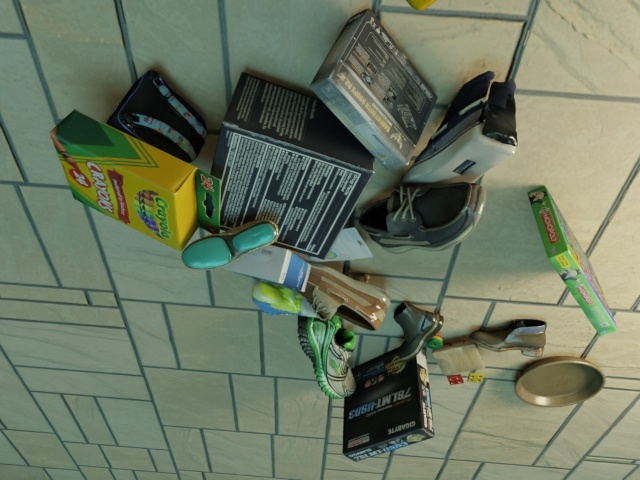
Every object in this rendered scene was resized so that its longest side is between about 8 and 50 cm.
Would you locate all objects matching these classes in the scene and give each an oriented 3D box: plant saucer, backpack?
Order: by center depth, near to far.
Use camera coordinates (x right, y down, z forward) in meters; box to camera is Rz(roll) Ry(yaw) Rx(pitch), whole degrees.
[{"bbox_3d":[-0.327,-0.230,1.081,0.116,0.158,0.173,-17,135,44],"label":"backpack"},{"bbox_3d":[0.772,0.457,1.721,0.277,0.041,0.278,3,133,3],"label":"plant saucer"}]

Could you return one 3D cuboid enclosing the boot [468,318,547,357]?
[{"bbox_3d":[0.552,0.268,1.554,0.219,0.082,0.106,8,112,3],"label":"boot"}]

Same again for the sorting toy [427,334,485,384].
[{"bbox_3d":[0.432,0.362,1.655,0.132,0.046,0.274,-17,130,20],"label":"sorting toy"}]

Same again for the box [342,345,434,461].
[{"bbox_3d":[0.200,0.494,1.632,0.295,0.293,0.073,-32,123,31],"label":"box"}]

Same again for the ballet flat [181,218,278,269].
[{"bbox_3d":[-0.181,0.009,1.088,0.206,0.067,0.073,-16,99,4],"label":"ballet flat"}]

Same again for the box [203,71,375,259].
[{"bbox_3d":[-0.072,-0.142,1.112,0.294,0.183,0.296,18,138,-10],"label":"box"}]

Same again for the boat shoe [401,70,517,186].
[{"bbox_3d":[0.282,-0.203,1.089,0.127,0.158,0.340,17,161,-17],"label":"boat shoe"}]

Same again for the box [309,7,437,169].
[{"bbox_3d":[0.107,-0.274,0.979,0.231,0.183,0.056,40,153,-30],"label":"box"}]

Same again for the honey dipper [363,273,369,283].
[{"bbox_3d":[0.126,0.153,1.498,0.030,0.030,0.161,3,130,2],"label":"honey dipper"}]

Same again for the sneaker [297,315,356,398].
[{"bbox_3d":[0.048,0.355,1.610,0.146,0.134,0.344,-14,124,13],"label":"sneaker"}]

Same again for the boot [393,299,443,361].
[{"bbox_3d":[0.250,0.263,1.568,0.137,0.077,0.198,26,117,-13],"label":"boot"}]

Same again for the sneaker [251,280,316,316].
[{"bbox_3d":[-0.085,0.172,1.509,0.240,0.091,0.126,21,150,-15],"label":"sneaker"}]

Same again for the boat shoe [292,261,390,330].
[{"bbox_3d":[0.025,0.149,1.408,0.324,0.116,0.123,18,152,1],"label":"boat shoe"}]

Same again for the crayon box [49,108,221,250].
[{"bbox_3d":[-0.351,-0.102,1.040,0.318,0.081,0.202,25,146,7],"label":"crayon box"}]

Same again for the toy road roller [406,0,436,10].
[{"bbox_3d":[0.178,-0.494,0.757,0.329,0.203,0.240,37,137,-29],"label":"toy road roller"}]

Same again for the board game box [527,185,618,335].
[{"bbox_3d":[0.583,0.050,1.226,0.046,0.214,0.317,-27,126,27],"label":"board game box"}]

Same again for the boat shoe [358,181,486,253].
[{"bbox_3d":[0.198,-0.049,1.141,0.130,0.132,0.355,22,158,-22],"label":"boat shoe"}]

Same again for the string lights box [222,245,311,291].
[{"bbox_3d":[-0.115,0.060,1.240,0.133,0.077,0.259,13,173,13],"label":"string lights box"}]

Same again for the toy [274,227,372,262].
[{"bbox_3d":[0.000,0.000,1.336,0.237,0.056,0.137,-9,146,22],"label":"toy"}]
